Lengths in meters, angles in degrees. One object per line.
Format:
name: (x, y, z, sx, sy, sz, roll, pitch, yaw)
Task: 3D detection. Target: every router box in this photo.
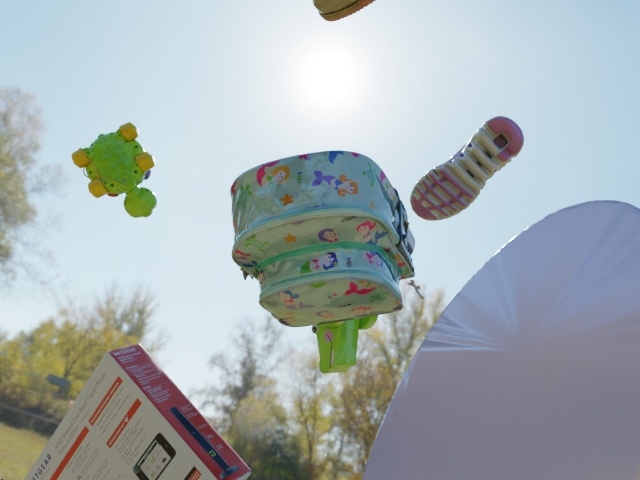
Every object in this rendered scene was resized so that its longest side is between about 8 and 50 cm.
router box: (-0.321, 0.400, 1.125, 0.301, 0.335, 0.082, 43, 19, 19)

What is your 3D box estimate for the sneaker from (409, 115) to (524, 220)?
sneaker: (0.266, -0.126, 1.224, 0.095, 0.236, 0.104, 48, 7, 0)

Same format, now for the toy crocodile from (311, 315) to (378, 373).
toy crocodile: (0.028, 0.055, 1.137, 0.105, 0.341, 0.115, 1, -2, 39)

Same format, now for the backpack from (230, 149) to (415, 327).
backpack: (0.000, 0.000, 0.869, 0.225, 0.191, 0.253, -11, -31, 13)

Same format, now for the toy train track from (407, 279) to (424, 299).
toy train track: (0.259, 0.128, 1.777, 0.048, 0.014, 0.083, 23, 24, -27)

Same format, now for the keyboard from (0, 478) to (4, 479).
keyboard: (-0.686, 0.513, 1.398, 0.108, 0.023, 0.180, -25, -56, 41)

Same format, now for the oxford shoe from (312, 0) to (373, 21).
oxford shoe: (0.090, -0.531, 1.117, 0.146, 0.141, 0.397, 17, -37, -33)

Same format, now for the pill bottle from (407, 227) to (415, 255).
pill bottle: (0.115, -0.054, 1.502, 0.130, 0.131, 0.246, 2, -38, 35)

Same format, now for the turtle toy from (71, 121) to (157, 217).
turtle toy: (-0.266, -0.089, 0.897, 0.130, 0.095, 0.066, 59, -7, 12)

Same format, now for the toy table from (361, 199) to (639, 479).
toy table: (0.150, 0.124, 0.376, 0.160, 0.252, 0.274, 20, -59, -22)
